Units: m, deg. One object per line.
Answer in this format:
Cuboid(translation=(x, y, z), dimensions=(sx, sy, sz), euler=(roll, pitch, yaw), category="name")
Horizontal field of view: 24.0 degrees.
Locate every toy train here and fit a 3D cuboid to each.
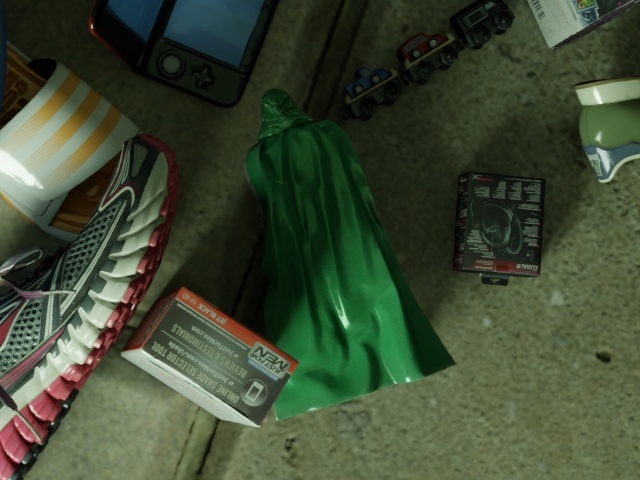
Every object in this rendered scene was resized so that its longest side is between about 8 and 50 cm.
Cuboid(translation=(0.078, -0.140, 1.145), dimensions=(0.158, 0.027, 0.036), euler=(-33, 89, -12), category="toy train")

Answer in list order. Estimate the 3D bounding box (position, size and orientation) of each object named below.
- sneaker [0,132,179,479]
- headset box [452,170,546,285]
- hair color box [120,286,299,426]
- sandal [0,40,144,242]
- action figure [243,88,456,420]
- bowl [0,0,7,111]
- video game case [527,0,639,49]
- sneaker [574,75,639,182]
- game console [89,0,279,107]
Cuboid(translation=(-0.196, 0.053, 1.017), dimensions=(0.112, 0.121, 0.299), euler=(35, 89, -2), category="sneaker")
Cuboid(translation=(0.135, -0.007, 1.144), dimensions=(0.062, 0.032, 0.083), euler=(4, 86, -10), category="headset box")
Cuboid(translation=(-0.079, 0.080, 1.026), dimensions=(0.093, 0.167, 0.053), euler=(34, 80, -8), category="hair color box")
Cuboid(translation=(-0.221, -0.092, 1.056), dimensions=(0.265, 0.076, 0.102), euler=(37, 80, -7), category="sandal")
Cuboid(translation=(0.000, 0.000, 1.101), dimensions=(0.137, 0.063, 0.232), euler=(-16, 93, -10), category="action figure")
Cuboid(translation=(-0.399, -0.116, 0.992), dimensions=(0.391, 0.077, 0.391), euler=(0, 85, 0), category="bowl")
Cuboid(translation=(0.168, -0.267, 1.080), dimensions=(0.042, 0.210, 0.232), euler=(-24, 90, -12), category="video game case")
Cuboid(translation=(0.290, -0.087, 1.170), dimensions=(0.192, 0.064, 0.086), euler=(-5, 94, -11), category="sneaker")
Cuboid(translation=(-0.088, -0.186, 1.086), dimensions=(0.124, 0.085, 0.144), euler=(22, 82, -9), category="game console")
